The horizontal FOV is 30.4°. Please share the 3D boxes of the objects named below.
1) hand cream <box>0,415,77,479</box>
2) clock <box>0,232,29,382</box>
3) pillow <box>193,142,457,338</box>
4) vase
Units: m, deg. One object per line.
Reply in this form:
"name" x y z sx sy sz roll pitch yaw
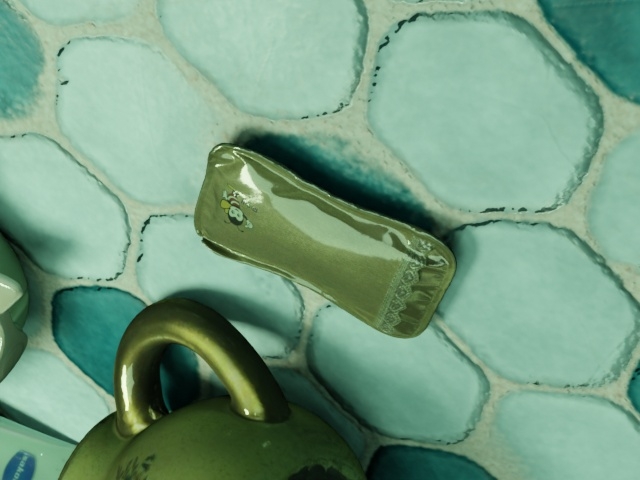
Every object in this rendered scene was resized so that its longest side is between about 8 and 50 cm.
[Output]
"hand cream" -0.418 0.223 1.311 0.321 0.109 0.067 24 171 -1
"clock" -0.410 0.049 1.165 0.324 0.108 0.265 -27 110 41
"pillow" 0.000 0.000 0.948 0.217 0.033 0.130 27 137 5
"vase" -0.116 0.214 1.095 0.302 0.241 0.329 3 102 43
